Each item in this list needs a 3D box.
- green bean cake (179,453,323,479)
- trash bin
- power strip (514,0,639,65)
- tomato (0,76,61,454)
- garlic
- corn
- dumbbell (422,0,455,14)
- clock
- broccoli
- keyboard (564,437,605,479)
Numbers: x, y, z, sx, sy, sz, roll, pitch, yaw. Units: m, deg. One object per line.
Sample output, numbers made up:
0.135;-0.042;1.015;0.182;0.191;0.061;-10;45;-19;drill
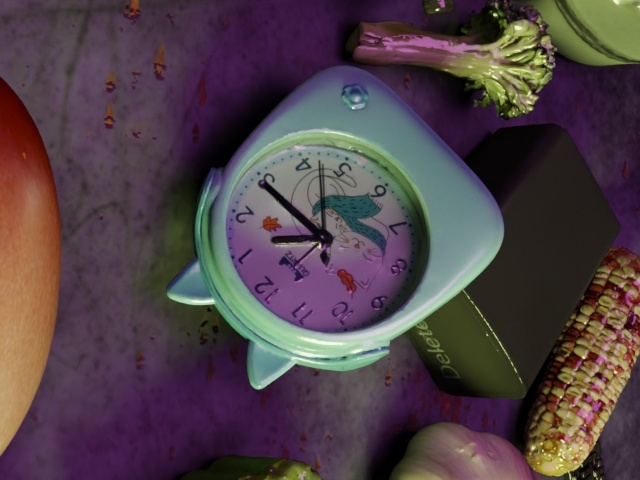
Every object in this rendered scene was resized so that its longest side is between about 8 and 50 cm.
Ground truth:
-0.075;0.300;1.402;0.200;0.113;0.214;-26;107;-34;green bean cake
0.175;0.015;1.618;0.225;0.115;0.165;-51;119;-32;trash bin
0.335;-0.355;1.713;0.358;0.161;0.357;1;89;-41;power strip
-0.307;0.032;1.073;0.322;0.321;0.321;0;91;-40;tomato
0.163;0.268;1.532;0.199;0.226;0.199;-1;91;-35;garlic
0.276;0.124;1.716;0.086;0.086;0.253;38;68;-34;corn
0.089;-0.345;1.487;0.192;0.192;0.289;-11;96;-40;dumbbell
0.000;0.000;1.429;0.274;0.094;0.223;-40;84;-20;clock
0.122;-0.180;1.576;0.204;0.122;0.118;4;109;-25;broccoli
0.289;0.294;1.773;0.060;0.018;0.195;-21;104;-41;keyboard
